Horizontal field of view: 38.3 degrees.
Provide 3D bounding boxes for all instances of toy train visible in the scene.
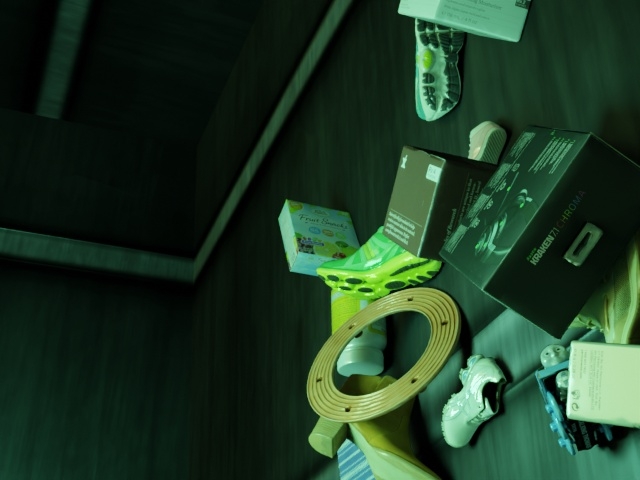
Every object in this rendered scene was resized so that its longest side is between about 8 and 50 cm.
[{"bbox_3d":[0.337,0.214,1.248,0.105,0.080,0.184,-108,-9,-45],"label":"toy train"}]

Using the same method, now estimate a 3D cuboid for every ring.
[{"bbox_3d":[0.121,0.219,1.753,0.336,0.032,0.336,-30,26,17],"label":"ring"}]

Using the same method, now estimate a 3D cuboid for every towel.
[{"bbox_3d":[0.107,0.482,1.930,0.243,0.040,0.336,127,145,-48],"label":"towel"}]

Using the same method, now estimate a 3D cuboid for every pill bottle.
[{"bbox_3d":[0.083,0.183,1.998,0.119,0.119,0.208,131,144,-55],"label":"pill bottle"}]

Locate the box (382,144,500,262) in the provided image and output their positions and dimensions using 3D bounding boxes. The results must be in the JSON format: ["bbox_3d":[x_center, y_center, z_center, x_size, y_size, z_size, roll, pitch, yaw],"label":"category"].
[{"bbox_3d":[0.242,-0.053,1.563,0.168,0.203,0.167,-139,61,-68],"label":"box"}]

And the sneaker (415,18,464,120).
[{"bbox_3d":[0.230,-0.382,1.908,0.110,0.107,0.275,145,133,-75],"label":"sneaker"}]

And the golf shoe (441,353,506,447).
[{"bbox_3d":[0.261,0.284,1.556,0.086,0.069,0.176,44,123,59],"label":"golf shoe"}]

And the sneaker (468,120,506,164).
[{"bbox_3d":[0.294,-0.158,1.695,0.070,0.051,0.134,-112,40,-58],"label":"sneaker"}]

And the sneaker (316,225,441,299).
[{"bbox_3d":[0.126,0.042,1.903,0.295,0.109,0.123,-14,45,35],"label":"sneaker"}]

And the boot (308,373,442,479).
[{"bbox_3d":[0.144,0.360,1.745,0.211,0.295,0.104,-45,-31,-45],"label":"boot"}]

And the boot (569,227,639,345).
[{"bbox_3d":[0.387,0.114,1.245,0.203,0.095,0.262,146,132,-63],"label":"boot"}]

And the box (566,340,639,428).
[{"bbox_3d":[0.414,0.165,0.996,0.275,0.113,0.094,-2,80,48],"label":"box"}]

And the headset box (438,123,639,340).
[{"bbox_3d":[0.311,-0.022,1.279,0.246,0.131,0.283,-56,9,4],"label":"headset box"}]

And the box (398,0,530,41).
[{"bbox_3d":[0.269,-0.453,1.711,0.182,0.181,0.119,-135,57,-66],"label":"box"}]

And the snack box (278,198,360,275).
[{"bbox_3d":[0.000,0.000,2.230,0.207,0.174,0.070,-107,34,-50],"label":"snack box"}]
